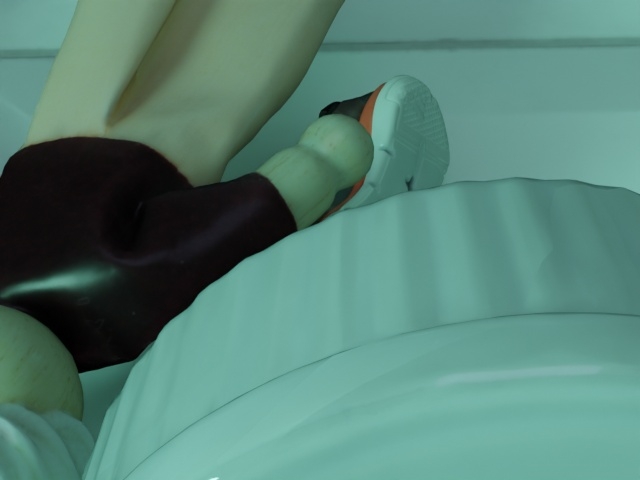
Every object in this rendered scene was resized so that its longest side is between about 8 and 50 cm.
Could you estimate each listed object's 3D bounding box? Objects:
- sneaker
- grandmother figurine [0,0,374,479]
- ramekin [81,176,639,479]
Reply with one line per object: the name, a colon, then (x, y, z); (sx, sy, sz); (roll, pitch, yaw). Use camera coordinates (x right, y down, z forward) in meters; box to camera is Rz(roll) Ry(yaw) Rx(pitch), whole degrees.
sneaker: (0.000, 0.000, 0.779); (0.064, 0.061, 0.158); (-6, 38, 34)
grandmother figurine: (-0.086, -0.018, 0.746); (0.207, 0.104, 0.342); (-15, 37, 35)
ramekin: (0.051, 0.107, 0.528); (0.272, 0.273, 0.127); (-2, 33, -2)
